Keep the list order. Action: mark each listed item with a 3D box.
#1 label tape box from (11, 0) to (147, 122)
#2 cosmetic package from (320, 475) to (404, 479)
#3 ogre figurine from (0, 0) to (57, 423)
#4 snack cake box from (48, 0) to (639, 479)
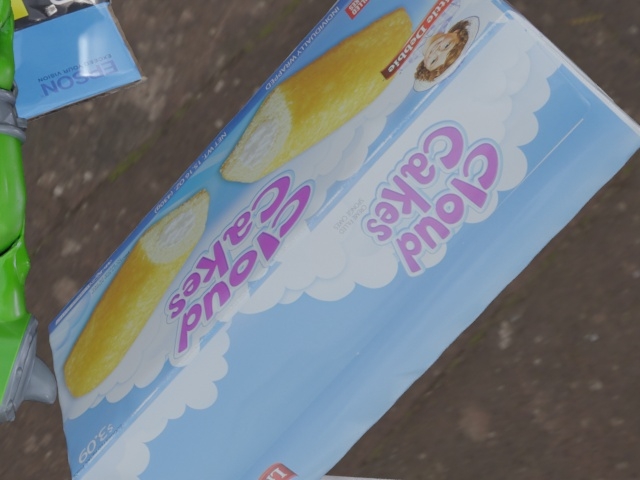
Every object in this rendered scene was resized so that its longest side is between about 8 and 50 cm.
[{"bbox_3d":[-0.272,-0.150,1.150,0.240,0.106,0.333,-21,58,-11],"label":"label tape box"},{"bbox_3d":[0.076,0.249,1.470,0.060,0.239,0.099,-5,92,-58],"label":"cosmetic package"},{"bbox_3d":[-0.157,0.018,0.461,0.197,0.097,0.118,-21,82,-35],"label":"ogre figurine"},{"bbox_3d":[0.000,0.000,0.792,0.089,0.152,0.264,39,100,-23],"label":"snack cake box"}]
